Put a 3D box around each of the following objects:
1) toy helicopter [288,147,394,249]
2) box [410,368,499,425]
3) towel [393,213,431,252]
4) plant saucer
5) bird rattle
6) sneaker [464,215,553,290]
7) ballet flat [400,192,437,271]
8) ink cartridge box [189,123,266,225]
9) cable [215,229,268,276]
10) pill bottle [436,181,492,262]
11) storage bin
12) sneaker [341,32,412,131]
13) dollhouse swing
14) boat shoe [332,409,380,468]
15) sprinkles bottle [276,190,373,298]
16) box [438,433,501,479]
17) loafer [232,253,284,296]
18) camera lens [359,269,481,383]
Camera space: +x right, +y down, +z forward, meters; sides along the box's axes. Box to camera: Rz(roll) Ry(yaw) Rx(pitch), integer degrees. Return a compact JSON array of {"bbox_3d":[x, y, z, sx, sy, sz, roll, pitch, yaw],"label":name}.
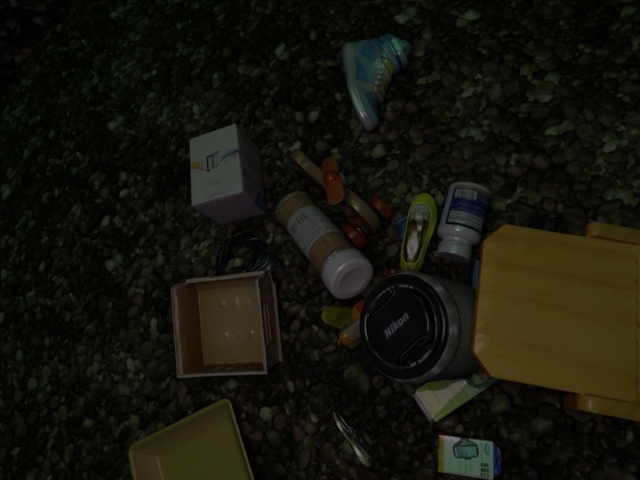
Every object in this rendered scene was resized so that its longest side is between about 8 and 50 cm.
[{"bbox_3d":[0.027,-0.145,1.260,0.140,0.235,0.355,-47,64,0],"label":"toy helicopter"},{"bbox_3d":[0.333,0.334,1.093,0.232,0.058,0.087,-37,64,5],"label":"box"},{"bbox_3d":[0.247,-0.014,1.254,0.067,0.029,0.120,-27,66,10],"label":"towel"},{"bbox_3d":[-0.311,0.632,1.204,0.332,0.081,0.333,-28,66,8],"label":"plant saucer"},{"bbox_3d":[0.129,0.180,1.145,0.253,0.207,0.143,-32,93,12],"label":"bird rattle"},{"bbox_3d":[0.429,0.065,1.114,0.139,0.125,0.341,35,84,30],"label":"sneaker"},{"bbox_3d":[0.252,-0.027,1.197,0.077,0.077,0.231,9,74,22],"label":"ballet flat"},{"bbox_3d":[-0.283,-0.197,1.421,0.168,0.171,0.233,-14,68,14],"label":"ink cartridge box"},{"bbox_3d":[-0.253,0.052,1.396,0.184,0.047,0.151,-42,64,3],"label":"cable"},{"bbox_3d":[0.360,-0.044,1.180,0.111,0.112,0.187,14,78,23],"label":"pill bottle"},{"bbox_3d":[-0.253,0.224,1.264,0.261,0.123,0.261,-7,86,17],"label":"storage bin"},{"bbox_3d":[0.185,-0.488,1.382,0.208,0.127,0.320,-14,69,15],"label":"sneaker"},{"bbox_3d":[0.480,0.160,0.957,0.304,0.315,0.347,4,74,21],"label":"dollhouse swing"},{"bbox_3d":[0.087,0.477,1.136,0.049,0.056,0.152,-37,74,-1],"label":"boat shoe"},{"bbox_3d":[0.000,0.000,1.223,0.121,0.121,0.355,-41,44,2],"label":"sprinkles bottle"},{"bbox_3d":[0.338,0.492,1.056,0.136,0.028,0.081,1,73,17],"label":"box"},{"bbox_3d":[-0.181,0.114,1.344,0.170,0.062,0.061,-44,69,3],"label":"loafer"},{"bbox_3d":[0.233,0.184,0.983,0.219,0.274,0.220,-11,73,40],"label":"camera lens"}]
